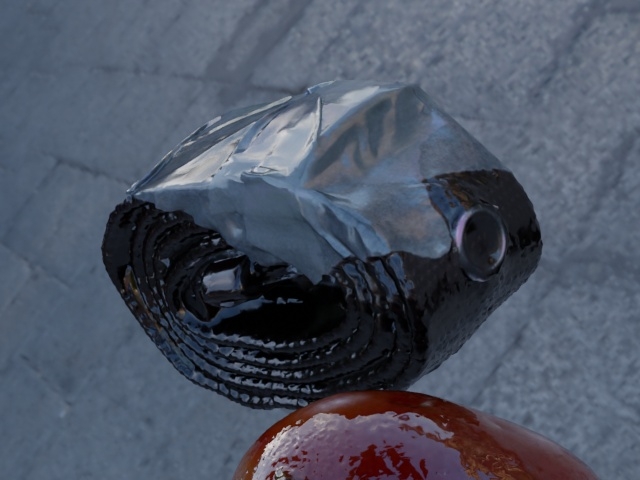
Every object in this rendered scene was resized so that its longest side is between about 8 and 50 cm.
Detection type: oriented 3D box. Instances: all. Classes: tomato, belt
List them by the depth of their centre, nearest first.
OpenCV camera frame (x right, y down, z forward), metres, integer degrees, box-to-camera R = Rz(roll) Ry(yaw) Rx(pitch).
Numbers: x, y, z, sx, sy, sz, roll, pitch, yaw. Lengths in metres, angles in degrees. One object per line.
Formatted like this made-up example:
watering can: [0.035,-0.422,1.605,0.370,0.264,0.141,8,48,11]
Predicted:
tomato: [0.052,0.185,0.569,0.228,0.228,0.101,-51,3,-4]
belt: [0.000,0.000,0.741,0.164,0.184,0.289,-37,20,-36]
